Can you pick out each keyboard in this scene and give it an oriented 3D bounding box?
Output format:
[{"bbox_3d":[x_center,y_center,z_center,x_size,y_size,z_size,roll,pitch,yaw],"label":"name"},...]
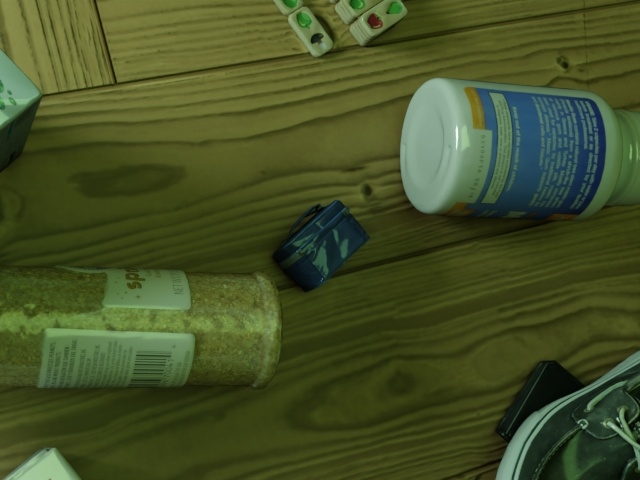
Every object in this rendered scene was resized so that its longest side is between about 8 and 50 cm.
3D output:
[{"bbox_3d":[0.322,0.306,1.156,0.317,0.033,0.201,42,64,-7],"label":"keyboard"}]

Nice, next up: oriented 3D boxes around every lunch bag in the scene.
[{"bbox_3d":[0.000,0.000,1.079,0.098,0.067,0.065,-44,96,-23],"label":"lunch bag"}]

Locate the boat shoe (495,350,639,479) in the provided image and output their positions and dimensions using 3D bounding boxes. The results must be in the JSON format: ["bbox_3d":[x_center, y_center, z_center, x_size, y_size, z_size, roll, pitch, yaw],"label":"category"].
[{"bbox_3d":[0.325,0.203,1.102,0.335,0.119,0.121,-35,91,-27],"label":"boat shoe"}]

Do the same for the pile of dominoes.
[{"bbox_3d":[0.010,-0.349,1.168,0.196,0.040,0.251,-37,94,-22],"label":"pile of dominoes"}]

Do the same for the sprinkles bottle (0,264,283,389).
[{"bbox_3d":[-0.219,0.082,0.956,0.355,0.121,0.121,3,78,-20],"label":"sprinkles bottle"}]

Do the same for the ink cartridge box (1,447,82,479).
[{"bbox_3d":[-0.241,0.329,0.910,0.172,0.100,0.237,-39,95,-22],"label":"ink cartridge box"}]

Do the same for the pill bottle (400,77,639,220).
[{"bbox_3d":[0.240,-0.098,1.141,0.272,0.152,0.152,3,79,-19],"label":"pill bottle"}]

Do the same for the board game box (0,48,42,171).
[{"bbox_3d":[-0.390,-0.034,0.862,0.097,0.224,0.303,46,68,-7],"label":"board game box"}]
